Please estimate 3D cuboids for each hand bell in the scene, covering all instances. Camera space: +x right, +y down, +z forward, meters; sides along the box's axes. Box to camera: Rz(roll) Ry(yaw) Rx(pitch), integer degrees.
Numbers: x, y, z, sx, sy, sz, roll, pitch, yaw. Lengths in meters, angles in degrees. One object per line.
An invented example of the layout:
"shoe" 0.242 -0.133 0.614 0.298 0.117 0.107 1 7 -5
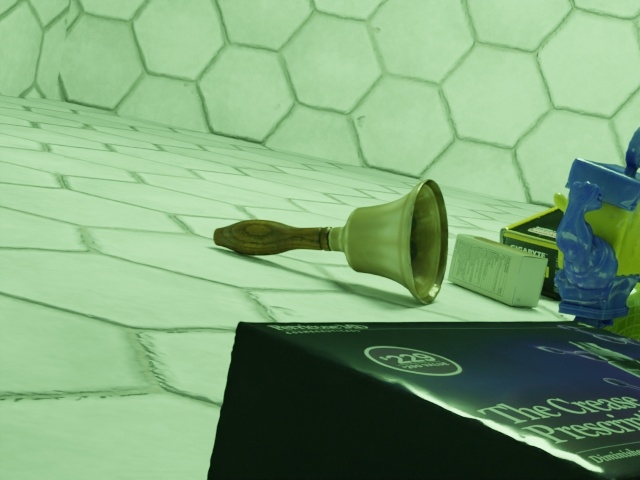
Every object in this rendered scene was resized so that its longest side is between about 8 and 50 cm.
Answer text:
"hand bell" 0.000 0.000 1.265 0.242 0.126 0.126 0 2 23

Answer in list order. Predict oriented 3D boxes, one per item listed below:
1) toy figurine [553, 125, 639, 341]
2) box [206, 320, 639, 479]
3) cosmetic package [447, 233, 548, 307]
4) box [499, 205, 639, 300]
"toy figurine" 0.278 0.013 1.026 0.191 0.217 0.362 16 9 33
"box" 0.107 0.104 0.531 0.184 0.103 0.261 15 7 43
"cosmetic package" 0.198 0.033 1.366 0.041 0.060 0.115 7 10 -34
"box" 0.421 0.024 1.468 0.322 0.079 0.257 17 24 40
